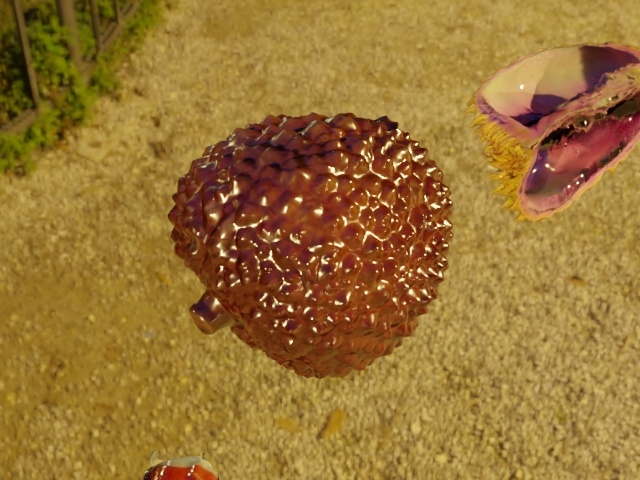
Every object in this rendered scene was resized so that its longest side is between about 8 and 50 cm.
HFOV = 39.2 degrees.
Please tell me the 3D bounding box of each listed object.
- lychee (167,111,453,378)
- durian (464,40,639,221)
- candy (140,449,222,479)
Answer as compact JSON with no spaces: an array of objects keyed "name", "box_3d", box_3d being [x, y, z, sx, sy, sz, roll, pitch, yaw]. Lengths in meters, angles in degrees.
[{"name":"lychee","box_3d":[-0.002,-0.001,0.401,0.123,0.123,0.129,22,49,22]},{"name":"durian","box_3d":[0.253,-0.135,0.980,0.261,0.153,0.186,-16,55,-23]},{"name":"candy","box_3d":[-0.091,0.208,0.552,0.059,0.086,0.292,9,17,-11]}]
